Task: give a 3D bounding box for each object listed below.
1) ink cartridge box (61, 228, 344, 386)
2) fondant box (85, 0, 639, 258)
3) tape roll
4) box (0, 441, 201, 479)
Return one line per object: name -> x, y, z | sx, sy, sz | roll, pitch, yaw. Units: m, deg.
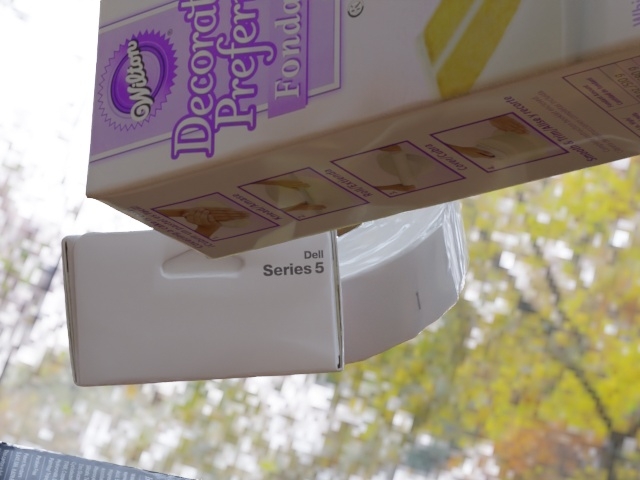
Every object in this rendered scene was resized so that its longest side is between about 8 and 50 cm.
ink cartridge box -> -0.084, 0.046, 1.462 | 0.198, 0.115, 0.273 | -4, -1, 0
fondant box -> 0.052, -0.145, 0.832 | 0.330, 0.238, 0.096 | -14, -26, 35
tape roll -> 0.000, 0.000, 1.823 | 0.286, 0.286, 0.100 | 3, -52, 24
box -> -0.149, 0.215, 1.092 | 0.207, 0.108, 0.153 | 11, -68, -5
